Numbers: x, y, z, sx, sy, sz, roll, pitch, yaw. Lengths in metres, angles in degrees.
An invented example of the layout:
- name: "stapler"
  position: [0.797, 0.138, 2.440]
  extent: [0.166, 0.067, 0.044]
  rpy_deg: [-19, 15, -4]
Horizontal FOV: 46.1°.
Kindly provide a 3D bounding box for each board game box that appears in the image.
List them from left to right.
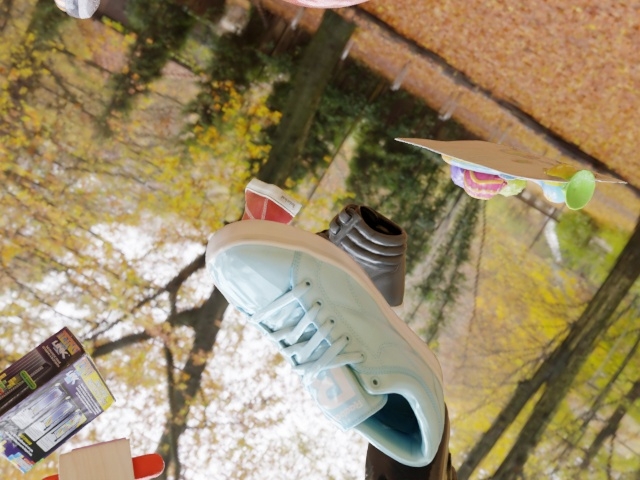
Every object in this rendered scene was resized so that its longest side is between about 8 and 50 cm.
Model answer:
- name: "board game box"
  position: [-0.328, 0.192, 0.890]
  extent: [0.048, 0.141, 0.170]
  rpy_deg: [42, 156, 20]

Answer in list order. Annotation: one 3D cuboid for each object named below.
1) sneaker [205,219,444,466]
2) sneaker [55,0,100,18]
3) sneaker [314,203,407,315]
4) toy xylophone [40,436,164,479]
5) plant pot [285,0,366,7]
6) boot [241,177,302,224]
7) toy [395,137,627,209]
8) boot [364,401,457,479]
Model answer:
- name: "sneaker"
  position: [0.021, 0.122, 0.831]
  extent: [0.366, 0.135, 0.150]
  rpy_deg: [38, -154, -23]
- name: "sneaker"
  position: [-0.321, -0.386, 0.814]
  extent: [0.180, 0.321, 0.124]
  rpy_deg: [1, 156, -20]
- name: "sneaker"
  position: [0.000, 0.000, 1.137]
  extent: [0.295, 0.147, 0.104]
  rpy_deg: [18, -161, 14]
- name: "toy xylophone"
  position: [-0.366, 0.454, 1.173]
  extent: [0.236, 0.081, 0.323]
  rpy_deg: [-4, -128, -7]
- name: "plant pot"
  position: [-0.044, -0.308, 0.487]
  extent: [0.275, 0.275, 0.243]
  rpy_deg: [35, -157, 21]
- name: "boot"
  position: [-0.131, -0.018, 1.367]
  extent: [0.088, 0.176, 0.244]
  rpy_deg: [36, 177, -14]
- name: "toy"
  position: [0.203, -0.074, 0.852]
  extent: [0.136, 0.056, 0.237]
  rpy_deg: [-2, -165, -30]
- name: "boot"
  position: [0.118, 0.421, 0.962]
  extent: [0.138, 0.284, 0.377]
  rpy_deg: [-6, -146, 20]
